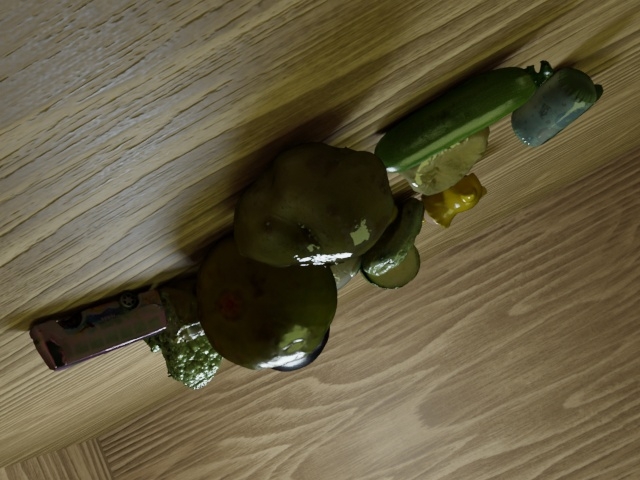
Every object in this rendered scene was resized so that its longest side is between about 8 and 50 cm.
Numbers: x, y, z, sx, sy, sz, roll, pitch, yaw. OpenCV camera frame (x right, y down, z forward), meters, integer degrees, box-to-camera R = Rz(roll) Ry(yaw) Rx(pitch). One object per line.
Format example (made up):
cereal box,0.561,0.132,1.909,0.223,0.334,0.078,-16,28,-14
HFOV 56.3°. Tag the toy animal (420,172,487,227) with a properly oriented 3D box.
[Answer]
toy animal,0.392,-0.117,1.844,0.230,0.156,0.156,-31,168,30

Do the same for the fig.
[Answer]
fig,-0.109,0.123,1.380,0.344,0.343,0.343,-26,167,-6

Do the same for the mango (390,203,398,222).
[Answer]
mango,0.157,-0.067,1.691,0.122,0.085,0.191,-49,169,35

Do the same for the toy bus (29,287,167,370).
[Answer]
toy bus,-0.480,0.191,1.315,0.274,0.112,0.090,-18,172,-38

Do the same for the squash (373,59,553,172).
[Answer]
squash,0.270,-0.245,1.165,0.379,0.101,0.101,-27,168,14

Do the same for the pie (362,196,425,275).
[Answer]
pie,0.217,-0.007,1.803,0.277,0.079,0.277,-56,-171,13

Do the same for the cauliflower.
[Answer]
cauliflower,-0.380,0.274,1.646,0.251,0.275,0.272,5,-148,14

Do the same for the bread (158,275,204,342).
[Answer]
bread,-0.282,0.156,1.509,0.268,0.130,0.152,-19,131,-43

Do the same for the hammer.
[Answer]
hammer,0.625,-0.352,1.495,0.336,0.118,0.206,-26,170,-41

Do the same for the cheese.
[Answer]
cheese,0.273,-0.200,1.326,0.214,0.117,0.226,-38,160,17

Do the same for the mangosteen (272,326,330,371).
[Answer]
mangosteen,-0.131,0.302,2.129,0.307,0.306,0.347,-24,-165,-18

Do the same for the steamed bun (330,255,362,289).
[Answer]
steamed bun,0.036,0.085,1.832,0.228,0.130,0.177,-36,-178,-30

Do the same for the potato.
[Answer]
potato,-0.028,-0.051,1.076,0.218,0.202,0.351,29,139,-30

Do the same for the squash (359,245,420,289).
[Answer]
squash,0.240,0.083,2.140,0.220,0.220,0.133,-25,164,-11
